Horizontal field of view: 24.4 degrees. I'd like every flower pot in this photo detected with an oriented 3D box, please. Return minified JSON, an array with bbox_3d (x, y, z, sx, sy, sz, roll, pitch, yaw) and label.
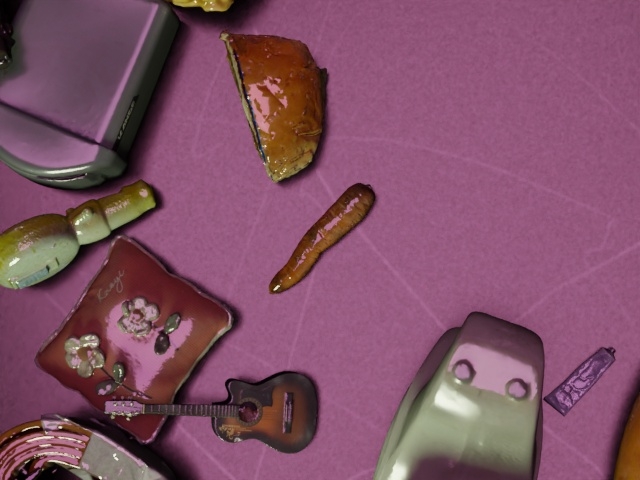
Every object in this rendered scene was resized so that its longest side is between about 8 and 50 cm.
[{"bbox_3d":[0.131,0.258,1.493,0.164,0.254,0.368,18,87,6],"label":"flower pot"}]

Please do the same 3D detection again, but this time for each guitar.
[{"bbox_3d":[-0.117,0.183,1.595,0.233,0.025,0.088,3,90,-14],"label":"guitar"}]

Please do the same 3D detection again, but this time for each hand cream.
[{"bbox_3d":[0.284,0.149,1.600,0.030,0.019,0.093,44,94,8],"label":"hand cream"}]

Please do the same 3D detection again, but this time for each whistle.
[{"bbox_3d":[-0.271,-0.005,1.629,0.198,0.104,0.057,-25,72,-11],"label":"whistle"}]

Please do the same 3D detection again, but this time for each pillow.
[{"bbox_3d":[-0.206,0.107,1.621,0.171,0.075,0.179,34,88,12],"label":"pillow"}]

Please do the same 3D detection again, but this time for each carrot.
[{"bbox_3d":[-0.001,-0.001,1.629,0.165,0.035,0.035,-45,84,4],"label":"carrot"}]

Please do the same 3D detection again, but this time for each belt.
[{"bbox_3d":[-0.243,0.299,1.602,0.184,0.105,0.261,-45,83,0],"label":"belt"}]

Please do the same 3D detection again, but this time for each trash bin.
[{"bbox_3d":[-0.273,-0.175,1.634,0.176,0.101,0.236,24,87,8],"label":"trash bin"}]

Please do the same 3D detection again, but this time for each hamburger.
[{"bbox_3d":[-0.040,-0.160,1.613,0.102,0.087,0.176,-19,83,6],"label":"hamburger"}]

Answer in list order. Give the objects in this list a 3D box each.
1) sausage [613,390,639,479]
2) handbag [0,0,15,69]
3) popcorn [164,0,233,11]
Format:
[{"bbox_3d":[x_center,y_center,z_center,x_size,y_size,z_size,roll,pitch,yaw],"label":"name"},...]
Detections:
[{"bbox_3d":[0.385,0.176,1.550,0.108,0.109,0.271,24,90,6],"label":"sausage"},{"bbox_3d":[-0.482,-0.230,1.616,0.285,0.113,0.257,-27,62,3],"label":"handbag"},{"bbox_3d":[-0.145,-0.322,1.607,0.194,0.140,0.163,8,57,-5],"label":"popcorn"}]
